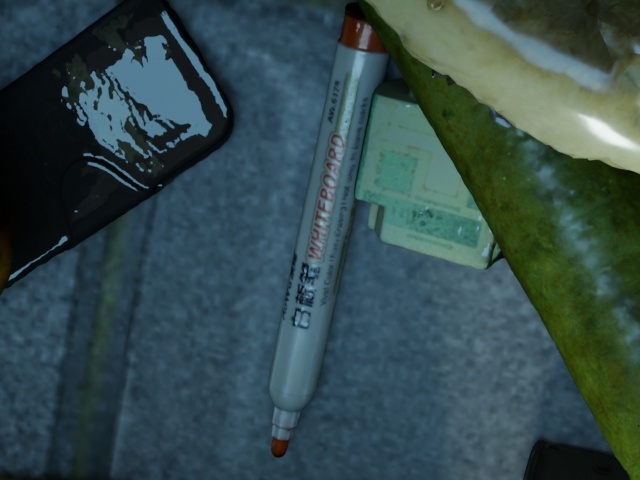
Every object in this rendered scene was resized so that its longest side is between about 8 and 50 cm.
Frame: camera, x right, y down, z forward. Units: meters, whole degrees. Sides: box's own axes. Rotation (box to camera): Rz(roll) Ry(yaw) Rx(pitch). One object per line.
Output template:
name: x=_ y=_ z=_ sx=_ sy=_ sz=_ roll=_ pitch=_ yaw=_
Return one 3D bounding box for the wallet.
wallet: x=-0.116 y=-0.044 z=0.905 sx=0.157 sy=0.018 sz=0.082 roll=-31 pitch=93 yaw=17

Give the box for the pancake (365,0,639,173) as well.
pancake: x=0.151 y=-0.197 z=0.714 sx=0.382 sy=0.071 sz=0.382 roll=1 pitch=80 yaw=-5

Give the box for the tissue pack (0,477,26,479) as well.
tissue pack: x=-0.113 y=0.269 z=0.804 sx=0.293 sy=0.382 sz=0.228 roll=8 pitch=105 yaw=9

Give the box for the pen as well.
pen: x=0.000 y=0.000 z=0.893 sx=0.026 sy=0.026 sz=0.218 roll=14 pitch=108 yaw=6

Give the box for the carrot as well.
carrot: x=0.107 y=0.007 z=0.743 sx=0.074 sy=0.074 sz=0.358 roll=-31 pitch=80 yaw=17

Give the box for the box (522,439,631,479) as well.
box: x=0.168 y=0.271 z=0.855 sx=0.225 sy=0.190 sz=0.297 roll=12 pitch=106 yaw=7

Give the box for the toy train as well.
toy train: x=0.087 y=-0.078 z=0.829 sx=0.125 sy=0.081 sz=0.194 roll=15 pitch=106 yaw=14

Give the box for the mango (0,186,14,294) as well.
mango: x=-0.232 y=-0.073 z=0.866 sx=0.111 sy=0.133 sz=0.267 roll=-30 pitch=85 yaw=-27
